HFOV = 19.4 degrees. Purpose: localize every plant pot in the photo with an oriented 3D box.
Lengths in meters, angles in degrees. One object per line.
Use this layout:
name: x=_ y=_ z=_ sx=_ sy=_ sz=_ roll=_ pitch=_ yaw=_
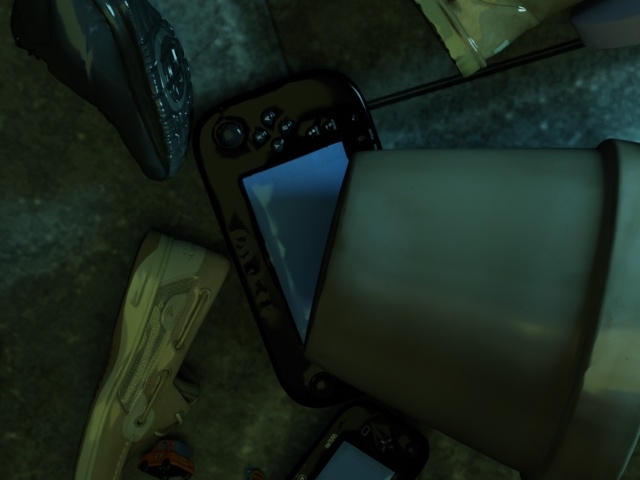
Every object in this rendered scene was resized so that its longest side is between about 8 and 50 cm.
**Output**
plant pot: x=0.141 y=0.042 z=1.641 sx=0.280 sy=0.323 sz=0.323 roll=15 pitch=109 yaw=-1

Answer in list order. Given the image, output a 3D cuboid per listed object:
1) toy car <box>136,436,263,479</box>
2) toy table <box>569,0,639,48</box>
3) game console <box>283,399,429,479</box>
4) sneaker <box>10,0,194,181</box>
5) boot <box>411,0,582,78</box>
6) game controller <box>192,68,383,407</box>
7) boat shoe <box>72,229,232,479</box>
toy car: x=-0.118 y=0.227 z=1.857 sx=0.122 sy=0.060 sz=0.040 roll=23 pitch=64 yaw=-25
toy table: x=0.369 y=-0.175 z=1.616 sx=0.252 sy=0.274 sz=0.161 roll=-42 pitch=109 yaw=-34
game console: x=-0.043 y=0.306 z=1.817 sx=0.213 sy=0.044 sz=0.361 roll=33 pitch=98 yaw=-24
sneaker: x=-0.205 y=-0.182 z=1.681 sx=0.130 sy=0.109 sz=0.286 roll=-19 pitch=102 yaw=16
boot: x=0.180 y=-0.304 z=1.643 sx=0.269 sy=0.089 sz=0.236 roll=-34 pitch=99 yaw=4
game controller: x=0.000 y=0.000 z=1.752 sx=0.166 sy=0.067 sz=0.319 roll=-18 pitch=109 yaw=6
boat shoe: x=-0.164 y=0.143 z=1.782 sx=0.098 sy=0.109 sz=0.302 roll=17 pitch=103 yaw=-5
